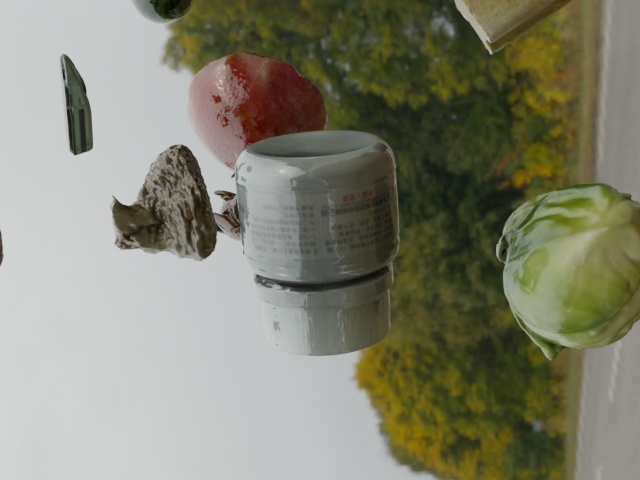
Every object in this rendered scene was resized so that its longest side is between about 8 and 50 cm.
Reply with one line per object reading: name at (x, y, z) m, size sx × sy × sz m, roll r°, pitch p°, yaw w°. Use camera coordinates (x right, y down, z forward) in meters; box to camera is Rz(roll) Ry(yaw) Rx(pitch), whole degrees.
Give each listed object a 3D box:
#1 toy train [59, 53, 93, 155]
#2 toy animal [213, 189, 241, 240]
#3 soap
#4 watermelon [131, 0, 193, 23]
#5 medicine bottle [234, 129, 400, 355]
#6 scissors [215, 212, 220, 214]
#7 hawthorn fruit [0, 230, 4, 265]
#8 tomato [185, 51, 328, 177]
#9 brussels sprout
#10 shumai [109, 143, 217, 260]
toy train at (-0.431, -0.246, 1.962) m, size 0.252 × 0.048 × 0.055 m, roll 105°, pitch 148°, yaw -58°
toy animal at (-0.177, -0.048, 2.170) m, size 0.188 × 0.179 × 0.089 m, roll 63°, pitch -148°, yaw -64°
soap at (0.372, -0.558, 2.052) m, size 0.293 × 0.335 × 0.156 m, roll 58°, pitch -172°, yaw 4°
watermelon at (-0.349, -0.540, 2.416) m, size 0.187 × 0.140 × 0.141 m, roll 170°, pitch 94°, yaw -75°
medicine bottle at (0.000, 0.000, 1.698) m, size 0.245 × 0.245 × 0.306 m, roll -66°, pitch -27°, yaw -71°
scissors at (-0.196, -0.050, 2.511) m, size 0.256 × 0.125 × 0.030 m, roll -12°, pitch -66°, yaw -72°
hawthorn fruit at (-0.711, 0.011, 2.033) m, size 0.299 × 0.211 × 0.211 m, roll -41°, pitch -56°, yaw -68°
tomato at (-0.129, -0.230, 2.283) m, size 0.309 × 0.309 × 0.170 m, roll 72°, pitch -171°, yaw -49°
brussels sprout at (0.404, 0.040, 1.731) m, size 0.227 × 0.294 × 0.259 m, roll 30°, pitch -123°, yaw -30°
shumai at (-0.273, -0.055, 1.882) m, size 0.166 × 0.175 × 0.206 m, roll 149°, pitch 108°, yaw -85°
